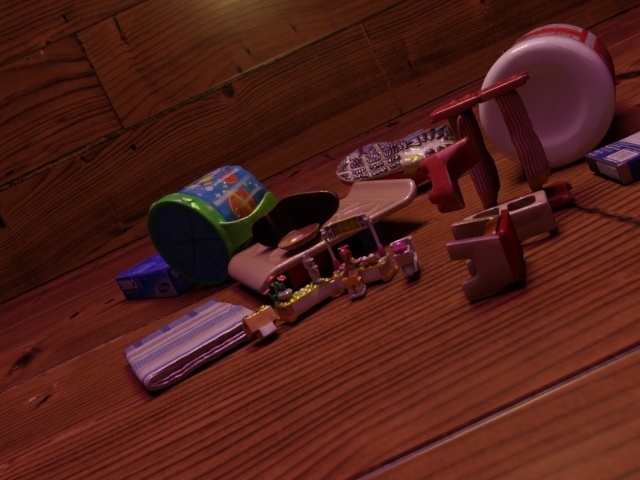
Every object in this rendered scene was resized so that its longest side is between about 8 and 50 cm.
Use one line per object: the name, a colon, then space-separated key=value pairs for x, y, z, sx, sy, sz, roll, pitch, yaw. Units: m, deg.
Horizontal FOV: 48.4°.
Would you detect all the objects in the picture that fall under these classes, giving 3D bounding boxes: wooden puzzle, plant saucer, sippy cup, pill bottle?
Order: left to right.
sippy cup: x=-0.238 y=-0.052 z=1.637 sx=0.305 sy=0.240 sz=0.224 roll=23 pitch=44 yaw=16
plant saucer: x=-0.036 y=-0.003 z=1.265 sx=0.083 sy=0.015 sz=0.083 roll=-27 pitch=13 yaw=7
wooden puzzle: x=0.000 y=0.000 z=1.399 sx=0.347 sy=0.081 sz=0.322 roll=-33 pitch=12 yaw=-14
pill bottle: x=0.451 y=-0.297 z=1.383 sx=0.229 sy=0.229 sz=0.407 roll=-19 pitch=12 yaw=28

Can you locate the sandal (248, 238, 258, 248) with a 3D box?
sandal: x=-0.116 y=-0.013 z=1.718 sx=0.219 sy=0.060 sz=0.090 roll=-28 pitch=27 yaw=8

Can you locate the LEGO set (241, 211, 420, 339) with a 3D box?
LEGO set: x=0.002 y=0.042 z=1.077 sx=0.287 sy=0.107 sz=0.132 roll=-22 pitch=10 yaw=6

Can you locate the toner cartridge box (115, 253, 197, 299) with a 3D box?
toner cartridge box: x=-0.395 y=0.081 z=1.859 sx=0.165 sy=0.075 sz=0.347 roll=-34 pitch=14 yaw=-32

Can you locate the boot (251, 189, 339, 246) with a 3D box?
boot: x=-0.032 y=-0.066 z=1.352 sx=0.219 sy=0.082 sz=0.106 roll=-21 pitch=17 yaw=40

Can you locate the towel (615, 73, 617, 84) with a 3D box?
towel: x=0.625 y=-0.373 z=1.879 sx=0.274 sy=0.031 sz=0.199 roll=-24 pitch=10 yaw=8

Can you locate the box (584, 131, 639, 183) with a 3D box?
box: x=0.523 y=-0.152 z=1.049 sx=0.225 sy=0.037 sz=0.136 roll=-25 pitch=11 yaw=7

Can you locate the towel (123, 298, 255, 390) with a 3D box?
towel: x=-0.219 y=0.167 z=1.189 sx=0.209 sy=0.034 sz=0.285 roll=-29 pitch=11 yaw=-19

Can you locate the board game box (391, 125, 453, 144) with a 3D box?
board game box: x=0.276 y=-0.291 z=2.176 sx=0.194 sy=0.060 sz=0.194 roll=-14 pitch=15 yaw=40

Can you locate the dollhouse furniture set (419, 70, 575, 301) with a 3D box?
dollhouse furniture set: x=0.245 y=-0.095 z=0.964 sx=0.152 sy=0.201 sz=0.374 roll=-21 pitch=11 yaw=20

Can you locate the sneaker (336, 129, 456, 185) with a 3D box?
sneaker: x=0.178 y=-0.156 z=1.611 sx=0.278 sy=0.118 sz=0.107 roll=-10 pitch=49 yaw=7
